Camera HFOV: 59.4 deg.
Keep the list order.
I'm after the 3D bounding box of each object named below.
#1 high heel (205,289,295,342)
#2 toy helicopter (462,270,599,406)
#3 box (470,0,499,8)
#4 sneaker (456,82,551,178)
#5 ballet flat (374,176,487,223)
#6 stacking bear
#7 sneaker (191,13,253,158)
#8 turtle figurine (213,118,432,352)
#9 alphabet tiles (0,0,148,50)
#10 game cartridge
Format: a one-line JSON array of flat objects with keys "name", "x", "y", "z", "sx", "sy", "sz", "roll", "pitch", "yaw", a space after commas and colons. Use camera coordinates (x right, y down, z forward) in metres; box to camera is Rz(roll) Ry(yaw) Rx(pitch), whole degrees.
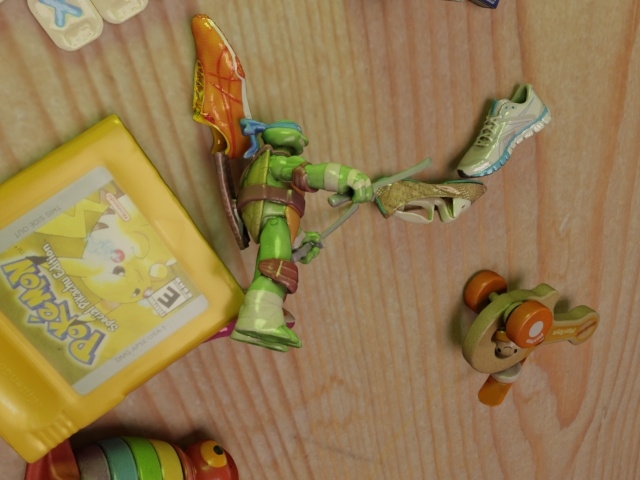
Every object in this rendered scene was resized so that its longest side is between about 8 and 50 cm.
[{"name": "high heel", "x": -0.157, "y": 0.129, "z": 0.778, "sx": 0.244, "sy": 0.082, "sz": 0.117, "roll": 10, "pitch": 110, "yaw": -32}, {"name": "toy helicopter", "x": 0.415, "y": 0.190, "z": 1.088, "sx": 0.354, "sy": 0.140, "sz": 0.235, "roll": 1, "pitch": 115, "yaw": -31}, {"name": "box", "x": 0.222, "y": -0.443, "z": 0.736, "sx": 0.136, "sy": 0.036, "sz": 0.225, "roll": 11, "pitch": 109, "yaw": -32}, {"name": "sneaker", "x": 0.276, "y": -0.175, "z": 0.883, "sx": 0.190, "sy": 0.071, "sz": 0.083, "roll": -43, "pitch": 119, "yaw": -13}, {"name": "ballet flat", "x": 0.174, "y": -0.057, "z": 0.871, "sx": 0.206, "sy": 0.073, "sz": 0.067, "roll": -2, "pitch": 71, "yaw": -21}, {"name": "stacking bear", "x": -0.247, "y": 0.350, "z": 0.796, "sx": 0.288, "sy": 0.175, "sz": 0.164, "roll": 10, "pitch": 111, "yaw": -40}, {"name": "sneaker", "x": -0.123, "y": -0.173, "z": 0.661, "sx": 0.067, "sy": 0.064, "sz": 0.175, "roll": -25, "pitch": 123, "yaw": -20}, {"name": "turtle figurine", "x": 0.000, "y": 0.000, "z": 0.664, "sx": 0.274, "sy": 0.197, "sz": 0.267, "roll": 28, "pitch": 67, "yaw": -39}, {"name": "alphabet tiles", "x": -0.255, "y": -0.336, "z": 0.522, "sx": 0.284, "sy": 0.021, "sz": 0.278, "roll": -32, "pitch": 127, "yaw": -6}, {"name": "game cartridge", "x": -0.287, "y": 0.061, "z": 0.651, "sx": 0.323, "sy": 0.052, "sz": 0.285, "roll": -36, "pitch": 110, "yaw": -9}]
